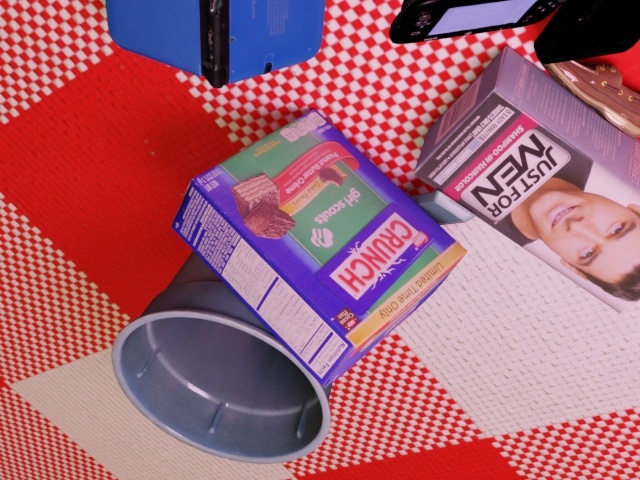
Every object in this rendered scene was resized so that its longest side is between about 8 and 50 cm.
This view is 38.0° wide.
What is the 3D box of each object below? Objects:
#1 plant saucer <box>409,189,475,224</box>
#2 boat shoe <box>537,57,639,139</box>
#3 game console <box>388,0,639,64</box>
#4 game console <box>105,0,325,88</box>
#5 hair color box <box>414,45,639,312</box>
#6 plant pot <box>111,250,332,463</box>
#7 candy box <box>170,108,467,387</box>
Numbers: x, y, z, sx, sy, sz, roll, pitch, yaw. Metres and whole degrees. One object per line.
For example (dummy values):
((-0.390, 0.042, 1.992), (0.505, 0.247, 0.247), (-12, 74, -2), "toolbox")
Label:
((0.164, -0.044, 1.366), (0.067, 0.018, 0.192), (33, 174, -10), "plant saucer")
((0.357, -0.203, 1.198), (0.178, 0.064, 0.060), (33, 104, -13), "boat shoe")
((0.245, -0.259, 1.037), (0.361, 0.044, 0.213), (-11, 161, -17), "game console")
((-0.135, -0.367, 1.196), (0.173, 0.250, 0.293), (50, 149, 35), "game console")
((0.339, -0.075, 1.280), (0.374, 0.114, 0.185), (32, 135, -11), "hair color box")
((-0.103, 0.115, 1.476), (0.341, 0.334, 0.341), (12, 135, 12), "plant pot")
((0.000, 0.000, 1.303), (0.317, 0.268, 0.122), (45, 140, 10), "candy box")
